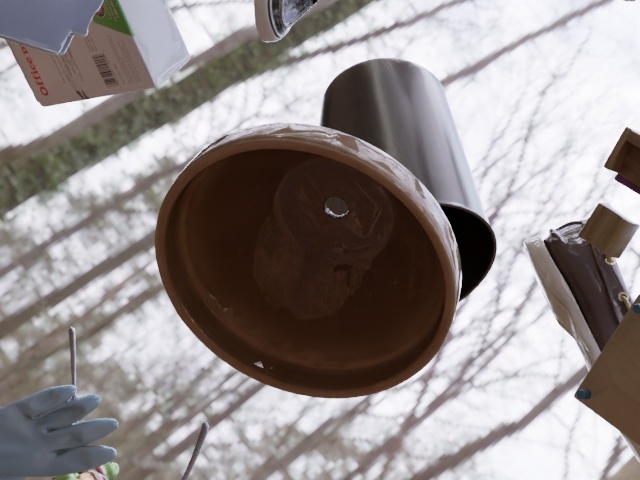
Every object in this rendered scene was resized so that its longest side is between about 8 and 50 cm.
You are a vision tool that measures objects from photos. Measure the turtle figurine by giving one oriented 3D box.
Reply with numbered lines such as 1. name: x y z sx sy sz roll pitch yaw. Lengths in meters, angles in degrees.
1. turtle figurine: -0.247 0.286 1.758 0.198 0.274 0.266 12 -17 0

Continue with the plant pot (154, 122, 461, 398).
1. plant pot: 0.000 0.000 1.087 0.237 0.109 0.237 9 -56 14

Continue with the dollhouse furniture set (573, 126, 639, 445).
1. dollhouse furniture set: 0.385 0.090 1.438 0.286 0.198 0.303 35 -77 28

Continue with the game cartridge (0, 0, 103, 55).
1. game cartridge: -0.169 -0.277 0.938 0.062 0.297 0.198 30 7 22

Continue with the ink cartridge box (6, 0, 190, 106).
1. ink cartridge box: -0.307 -0.277 1.851 0.219 0.092 0.160 -4 -60 36

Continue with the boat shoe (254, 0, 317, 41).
1. boat shoe: -0.017 -0.324 1.647 0.070 0.219 0.078 4 -34 26

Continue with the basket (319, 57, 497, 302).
1. basket: 0.065 -0.054 1.340 0.154 0.227 0.204 32 -52 -31

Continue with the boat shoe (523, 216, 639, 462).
1. boat shoe: 0.333 0.115 1.527 0.116 0.097 0.324 63 2 -58

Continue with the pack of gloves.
1. pack of gloves: -0.257 0.238 1.173 0.046 0.232 0.195 -131 -161 -84
